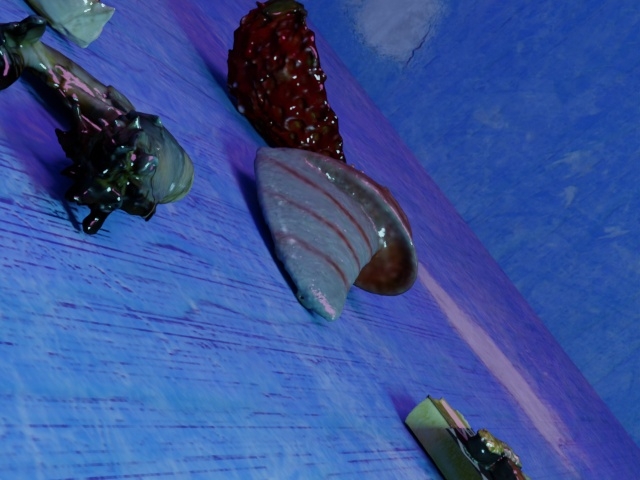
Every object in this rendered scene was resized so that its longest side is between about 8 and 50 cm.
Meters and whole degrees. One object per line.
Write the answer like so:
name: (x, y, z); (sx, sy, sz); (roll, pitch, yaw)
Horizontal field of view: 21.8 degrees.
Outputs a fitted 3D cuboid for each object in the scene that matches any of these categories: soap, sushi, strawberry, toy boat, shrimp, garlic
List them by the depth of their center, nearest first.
shrimp: (-0.162, -0.092, 1.143); (0.178, 0.075, 0.289); (43, 10, -2)
garlic: (-0.231, -0.250, 1.424); (0.128, 0.090, 0.198); (64, -4, -29)
sushi: (0.169, 0.208, 1.465); (0.126, 0.026, 0.120); (53, 9, 15)
soap: (0.167, 0.248, 1.498); (0.252, 0.037, 0.092); (53, 8, 16)
toy boat: (0.000, 0.000, 1.588); (0.206, 0.096, 0.282); (44, 22, -5)
strawberry: (-0.043, -0.156, 1.900); (0.190, 0.111, 0.236); (-140, -146, -84)
